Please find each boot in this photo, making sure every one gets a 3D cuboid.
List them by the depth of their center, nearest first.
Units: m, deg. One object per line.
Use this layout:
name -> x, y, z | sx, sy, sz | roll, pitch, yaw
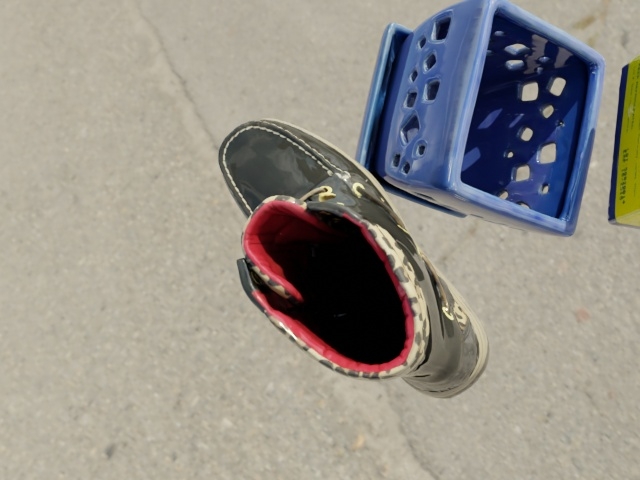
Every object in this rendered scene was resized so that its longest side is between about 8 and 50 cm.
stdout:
boot -> 0.000, 0.000, 0.991 | 0.138, 0.284, 0.377 | -41, 74, 9

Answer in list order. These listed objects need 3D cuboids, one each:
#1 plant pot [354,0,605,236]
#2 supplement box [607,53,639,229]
plant pot -> 0.180, -0.143, 1.250 | 0.212, 0.236, 0.236 | 6, 81, 51
supplement box -> 0.451, -0.119, 1.021 | 0.356, 0.195, 0.194 | 131, 147, -81
